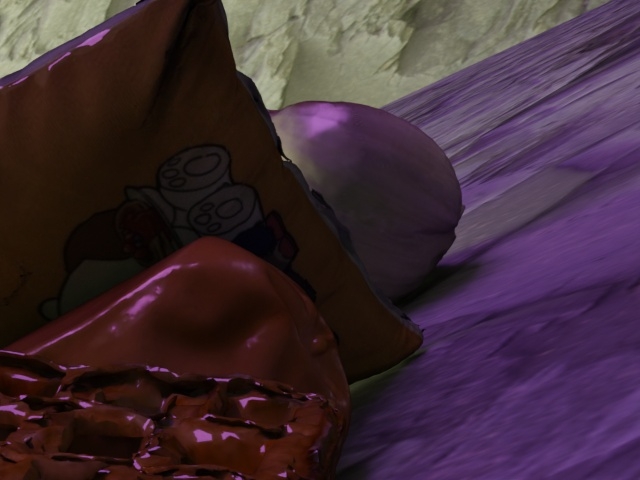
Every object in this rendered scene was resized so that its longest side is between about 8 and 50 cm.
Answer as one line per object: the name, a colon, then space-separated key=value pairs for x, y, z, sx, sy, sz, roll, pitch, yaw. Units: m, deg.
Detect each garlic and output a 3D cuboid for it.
garlic: x=0.000 y=0.000 z=1.058 sx=0.229 sy=0.178 sz=0.143 roll=-45 pitch=20 yaw=55

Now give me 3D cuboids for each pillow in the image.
pillow: x=-0.132 y=0.028 z=0.814 sx=0.312 sy=0.310 sz=0.119 roll=-22 pitch=46 yaw=10

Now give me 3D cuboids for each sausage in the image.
sausage: x=-0.104 y=0.094 z=0.709 sx=0.241 sy=0.136 sz=0.120 roll=-24 pitch=9 yaw=7

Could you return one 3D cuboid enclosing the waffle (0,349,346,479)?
waffle: x=-0.107 y=0.115 z=0.445 sx=0.213 sy=0.091 sz=0.308 roll=5 pitch=11 yaw=8
